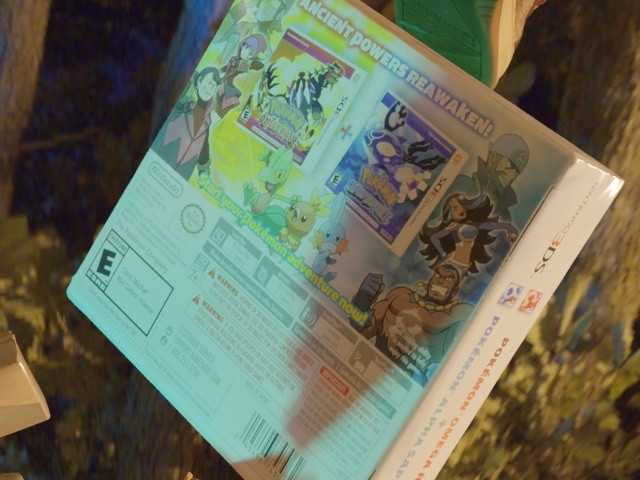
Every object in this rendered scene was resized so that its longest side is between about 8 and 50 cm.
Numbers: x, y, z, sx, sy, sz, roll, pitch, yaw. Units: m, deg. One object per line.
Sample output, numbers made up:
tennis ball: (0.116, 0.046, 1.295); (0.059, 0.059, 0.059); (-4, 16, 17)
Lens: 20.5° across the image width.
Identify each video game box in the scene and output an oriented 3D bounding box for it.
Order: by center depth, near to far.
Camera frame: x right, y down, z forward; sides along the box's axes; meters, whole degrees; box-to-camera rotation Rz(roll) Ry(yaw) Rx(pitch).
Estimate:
video game box: (0.000, 0.000, 0.746); (0.205, 0.048, 0.187); (41, -74, 39)

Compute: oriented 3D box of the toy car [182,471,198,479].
toy car: (-0.114, 0.198, 0.751); (0.219, 0.238, 0.210); (29, -150, 6)

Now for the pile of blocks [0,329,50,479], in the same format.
pile of blocks: (-0.180, 0.013, 0.568); (0.149, 0.362, 0.113); (-18, -124, -8)

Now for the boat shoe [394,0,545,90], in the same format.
boat shoe: (0.127, -0.228, 1.187); (0.123, 0.342, 0.123); (38, -110, 18)
